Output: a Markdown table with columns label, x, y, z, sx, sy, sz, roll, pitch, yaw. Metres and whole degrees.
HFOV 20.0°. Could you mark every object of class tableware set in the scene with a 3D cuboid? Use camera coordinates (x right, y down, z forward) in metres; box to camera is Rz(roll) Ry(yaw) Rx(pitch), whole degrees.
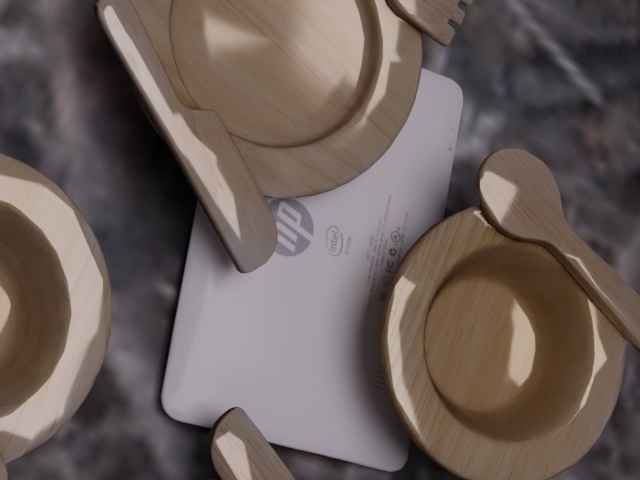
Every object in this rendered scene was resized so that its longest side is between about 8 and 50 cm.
| label | x | y | z | sx | sy | sz | roll | pitch | yaw |
| --- | --- | --- | --- | --- | --- | --- | --- | --- | --- |
| tableware set | -0.013 | 0.018 | 0.334 | 0.169 | 0.020 | 0.141 | -46 | 105 | -22 |

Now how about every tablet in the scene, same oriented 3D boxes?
| label | x | y | z | sx | sy | sz | roll | pitch | yaw |
| --- | --- | --- | --- | --- | --- | --- | --- | --- | --- |
| tablet | 0.000 | 0.000 | 0.360 | 0.054 | 0.006 | 0.083 | 17 | 73 | -24 |
